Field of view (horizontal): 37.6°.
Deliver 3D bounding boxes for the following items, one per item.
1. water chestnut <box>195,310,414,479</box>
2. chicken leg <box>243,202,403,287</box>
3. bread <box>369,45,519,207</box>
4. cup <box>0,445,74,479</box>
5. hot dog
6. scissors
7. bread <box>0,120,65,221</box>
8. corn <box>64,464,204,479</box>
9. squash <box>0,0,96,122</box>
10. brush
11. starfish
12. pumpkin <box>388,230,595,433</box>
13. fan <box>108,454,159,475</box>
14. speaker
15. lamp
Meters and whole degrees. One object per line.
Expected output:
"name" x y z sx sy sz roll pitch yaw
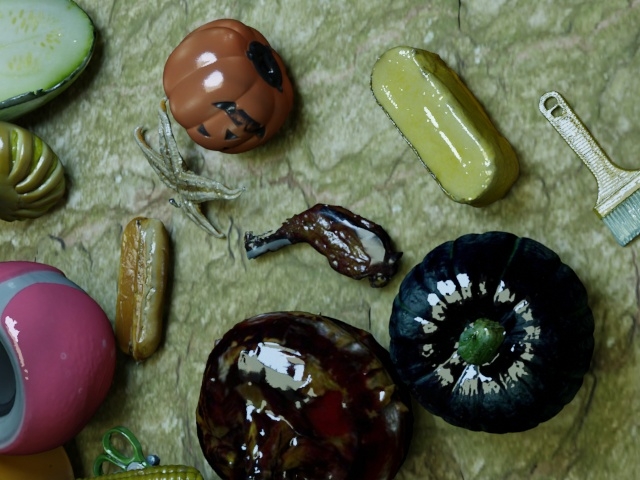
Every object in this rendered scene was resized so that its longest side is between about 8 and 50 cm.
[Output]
"water chestnut" -0.035 0.229 1.207 0.300 0.300 0.299 -2 86 27
"chicken leg" 0.000 0.000 1.327 0.253 0.051 0.105 10 97 30
"bread" 0.161 -0.149 1.231 0.102 0.094 0.245 -45 68 28
"cup" -0.538 0.407 1.470 0.226 0.264 0.182 -36 80 33
"hot dog" -0.274 0.080 1.454 0.092 0.062 0.235 13 99 43
"scissors" -0.255 0.367 1.433 0.204 0.027 0.101 27 108 18
"bread" -0.515 -0.105 1.507 0.213 0.213 0.104 -19 48 25
"corn" -0.332 0.399 1.338 0.345 0.131 0.131 -7 83 -2
"squash" -0.525 -0.295 1.518 0.309 0.210 0.233 -19 61 30
"brush" 0.343 -0.102 1.178 0.082 0.010 0.218 -41 69 20
"starfish" -0.212 -0.112 1.412 0.247 0.050 0.138 48 142 19
"pumpkin" 0.195 0.110 1.109 0.248 0.248 0.247 -2 86 27
"fan" -0.331 0.379 1.490 0.193 0.016 0.038 -30 72 23
"speaker" -0.446 0.179 1.419 0.294 0.294 0.294 -2 86 27
"lamp" -0.137 -0.213 1.334 0.164 0.188 0.187 -26 76 29
